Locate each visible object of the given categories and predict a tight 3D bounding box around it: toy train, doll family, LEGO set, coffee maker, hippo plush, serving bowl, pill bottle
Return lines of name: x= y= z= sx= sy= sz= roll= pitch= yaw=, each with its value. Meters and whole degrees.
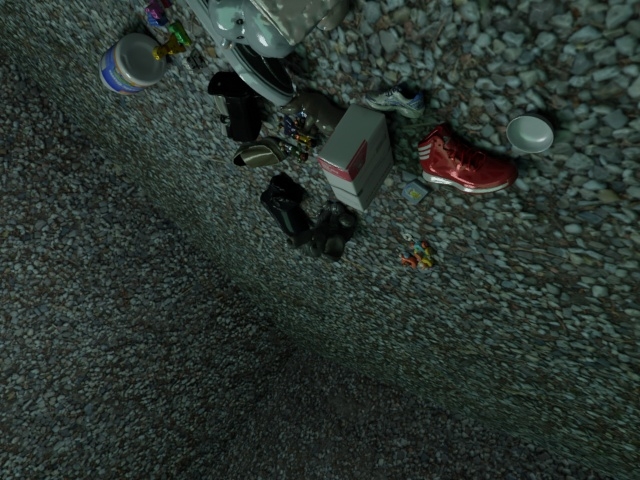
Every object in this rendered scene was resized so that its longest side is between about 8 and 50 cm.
toy train: x=0.294 y=0.052 z=1.394 sx=0.125 sy=0.046 sz=0.166 roll=24 pitch=154 yaw=27
doll family: x=-0.055 y=-0.300 z=1.209 sx=0.111 sy=0.076 sz=0.193 roll=31 pitch=153 yaw=25
LEGO set: x=-0.429 y=-0.558 z=1.232 sx=0.087 sy=0.093 sz=0.227 roll=18 pitch=150 yaw=38
coffee maker: x=-0.219 y=-0.368 z=1.255 sx=0.171 sy=0.120 sz=0.178 roll=29 pitch=156 yaw=17
hippo plush: x=-0.089 y=-0.457 z=0.760 sx=0.294 sy=0.237 sz=0.234 roll=34 pitch=157 yaw=9
serving bowl: x=0.389 y=-0.202 z=0.817 sx=0.083 sy=0.027 sz=0.083 roll=30 pitch=155 yaw=15
pill bottle: x=-0.618 y=-0.556 z=1.428 sx=0.271 sy=0.152 sz=0.152 roll=7 pitch=142 yaw=50

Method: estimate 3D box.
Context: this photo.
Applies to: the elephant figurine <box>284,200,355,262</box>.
elephant figurine: x=0.000 y=0.000 z=1.468 sx=0.186 sy=0.239 sz=0.169 roll=39 pitch=156 yaw=-5

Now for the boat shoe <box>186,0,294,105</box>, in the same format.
boat shoe: x=-0.160 y=-0.460 z=0.993 sx=0.119 sy=0.121 sz=0.335 roll=-30 pitch=116 yaw=29

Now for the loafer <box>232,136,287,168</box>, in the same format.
loafer: x=-0.204 y=-0.271 z=1.449 sx=0.251 sy=0.087 sz=0.094 roll=6 pitch=141 yaw=51

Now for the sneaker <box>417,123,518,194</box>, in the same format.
sneaker: x=0.294 y=-0.174 z=0.933 sx=0.221 sy=0.087 sz=0.128 roll=12 pitch=147 yaw=43

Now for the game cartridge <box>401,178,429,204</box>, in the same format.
game cartridge: x=0.247 y=-0.129 z=1.169 sx=0.056 sy=0.017 sz=0.083 roll=40 pitch=157 yaw=5

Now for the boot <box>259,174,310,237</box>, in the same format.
boot: x=-0.109 y=-0.112 z=1.596 sx=0.246 sy=0.094 sz=0.207 roll=47 pitch=159 yaw=-7

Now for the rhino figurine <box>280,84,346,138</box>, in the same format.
rhino figurine: x=-0.007 y=-0.306 z=1.108 sx=0.243 sy=0.106 sz=0.073 roll=36 pitch=-162 yaw=6

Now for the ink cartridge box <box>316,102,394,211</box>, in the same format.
ink cartridge box: x=0.090 y=-0.187 z=1.041 sx=0.092 sy=0.159 sz=0.218 roll=28 pitch=170 yaw=24

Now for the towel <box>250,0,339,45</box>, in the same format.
towel: x=-0.030 y=-0.503 z=0.595 sx=0.331 sy=0.053 sz=0.317 roll=-38 pitch=110 yaw=23

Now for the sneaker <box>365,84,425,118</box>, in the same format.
sneaker: x=0.159 y=-0.306 z=0.937 sx=0.135 sy=0.052 sz=0.058 roll=19 pitch=142 yaw=21
